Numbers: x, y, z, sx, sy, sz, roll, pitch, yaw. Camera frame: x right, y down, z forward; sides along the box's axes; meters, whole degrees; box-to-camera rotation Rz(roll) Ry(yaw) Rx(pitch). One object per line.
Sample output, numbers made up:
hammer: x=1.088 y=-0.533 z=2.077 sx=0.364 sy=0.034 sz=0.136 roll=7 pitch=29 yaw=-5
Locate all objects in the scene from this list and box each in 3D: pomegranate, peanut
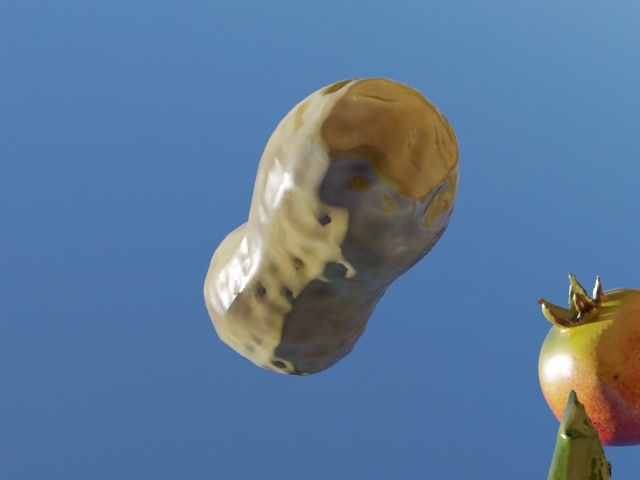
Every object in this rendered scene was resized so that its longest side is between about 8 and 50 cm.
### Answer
pomegranate: x=0.397 y=0.160 z=1.900 sx=0.256 sy=0.221 sz=0.221 roll=48 pitch=-157 yaw=-10
peanut: x=0.000 y=0.000 z=0.704 sx=0.103 sy=0.229 sz=0.098 roll=-31 pitch=-106 yaw=-37

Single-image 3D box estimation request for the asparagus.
asparagus: x=0.242 y=0.313 z=1.392 sx=0.085 sy=0.082 sz=0.343 roll=18 pitch=-119 yaw=2
